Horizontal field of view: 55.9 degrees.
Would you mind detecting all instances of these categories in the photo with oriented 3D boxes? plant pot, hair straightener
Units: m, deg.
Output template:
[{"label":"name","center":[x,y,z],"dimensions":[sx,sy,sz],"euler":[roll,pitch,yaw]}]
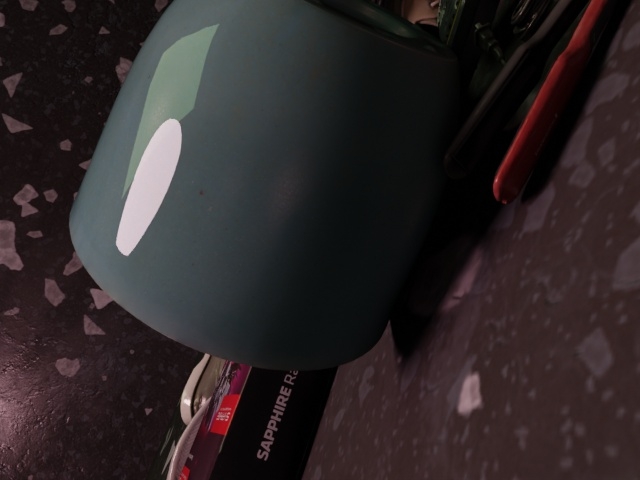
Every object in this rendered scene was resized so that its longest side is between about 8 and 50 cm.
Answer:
[{"label":"plant pot","center":[-0.025,-0.083,0.493],"dimensions":[0.293,0.293,0.235],"euler":[-86,20,-62]},{"label":"hair straightener","center":[0.140,-0.143,0.400],"dimensions":[0.089,0.047,0.230],"euler":[31,99,34]}]

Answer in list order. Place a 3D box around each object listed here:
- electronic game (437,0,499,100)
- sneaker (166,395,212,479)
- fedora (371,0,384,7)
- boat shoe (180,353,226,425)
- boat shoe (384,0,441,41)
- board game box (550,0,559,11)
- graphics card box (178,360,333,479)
[{"label":"electronic game","center":[0.138,-0.226,0.574],"dimensions":[0.229,0.048,0.229],"euler":[15,-90,-86]},{"label":"sneaker","center":[-0.180,0.347,0.856],"dimensions":[0.292,0.108,0.169],"euler":[-70,14,-16]},{"label":"fedora","center":[-0.046,-0.295,0.795],"dimensions":[0.334,0.153,0.333],"euler":[-43,39,49]},{"label":"boat shoe","center":[-0.154,0.202,1.110],"dimensions":[0.109,0.091,0.304],"euler":[70,-151,-45]},{"label":"boat shoe","center":[0.123,-0.263,0.753],"dimensions":[0.094,0.109,0.302],"euler":[9,83,50]},{"label":"board game box","center":[0.249,-0.365,0.475],"dimensions":[0.213,0.046,0.317],"euler":[129,162,-59]},{"label":"graphics card box","center":[-0.057,0.149,0.726],"dimensions":[0.370,0.094,0.233],"euler":[-69,10,-20]}]
